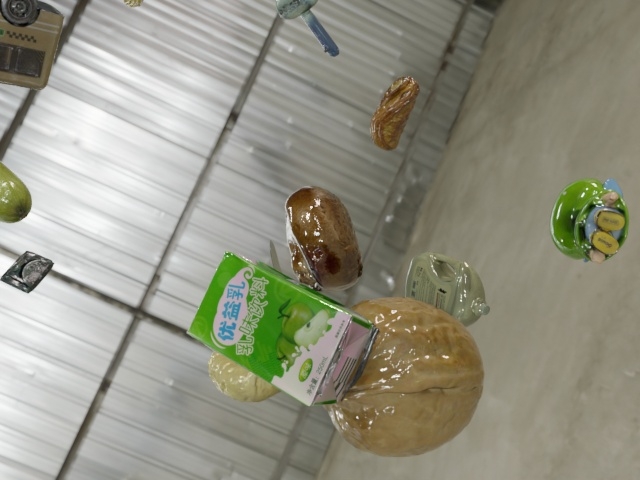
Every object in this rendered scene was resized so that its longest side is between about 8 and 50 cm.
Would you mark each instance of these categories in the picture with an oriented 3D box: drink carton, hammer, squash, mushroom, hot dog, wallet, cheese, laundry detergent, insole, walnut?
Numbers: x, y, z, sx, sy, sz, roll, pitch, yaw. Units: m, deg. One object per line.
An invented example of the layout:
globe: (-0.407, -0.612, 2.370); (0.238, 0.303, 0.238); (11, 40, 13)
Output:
drink carton: (-0.062, 0.144, 1.298); (0.161, 0.271, 0.108); (-64, -28, 0)
hammer: (-0.018, -0.510, 1.905); (0.116, 0.194, 0.069); (-15, 28, 53)
squash: (-0.807, -0.123, 2.042); (0.247, 0.132, 0.133); (30, 97, 39)
mushroom: (0.000, 0.000, 1.743); (0.253, 0.153, 0.253); (162, 90, -81)
hot dog: (0.135, -0.237, 1.510); (0.099, 0.065, 0.147); (-62, -8, -46)
wallet: (-0.748, 0.077, 2.088); (0.129, 0.088, 0.026); (-66, 1, -52)
cheese: (-0.171, 0.307, 2.051); (0.225, 0.214, 0.117); (-26, -60, -35)
laundry detergent: (0.323, 0.131, 2.030); (0.253, 0.091, 0.181); (23, 109, 53)
insole: (-0.115, 0.087, 2.278); (0.232, 0.003, 0.080); (75, -169, -48)
walnut: (0.137, 0.245, 1.471); (0.252, 0.312, 0.277); (34, 124, 53)

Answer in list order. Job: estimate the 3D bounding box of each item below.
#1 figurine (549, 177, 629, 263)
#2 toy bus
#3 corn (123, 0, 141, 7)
figurine: (0.500, -0.034, 1.494); (0.263, 0.143, 0.162); (-39, -44, -78)
toy bus: (-0.538, -0.318, 1.191); (0.139, 0.289, 0.157); (39, 117, 51)
corn: (-0.507, -0.673, 2.216); (0.067, 0.067, 0.206); (-66, 16, -1)
